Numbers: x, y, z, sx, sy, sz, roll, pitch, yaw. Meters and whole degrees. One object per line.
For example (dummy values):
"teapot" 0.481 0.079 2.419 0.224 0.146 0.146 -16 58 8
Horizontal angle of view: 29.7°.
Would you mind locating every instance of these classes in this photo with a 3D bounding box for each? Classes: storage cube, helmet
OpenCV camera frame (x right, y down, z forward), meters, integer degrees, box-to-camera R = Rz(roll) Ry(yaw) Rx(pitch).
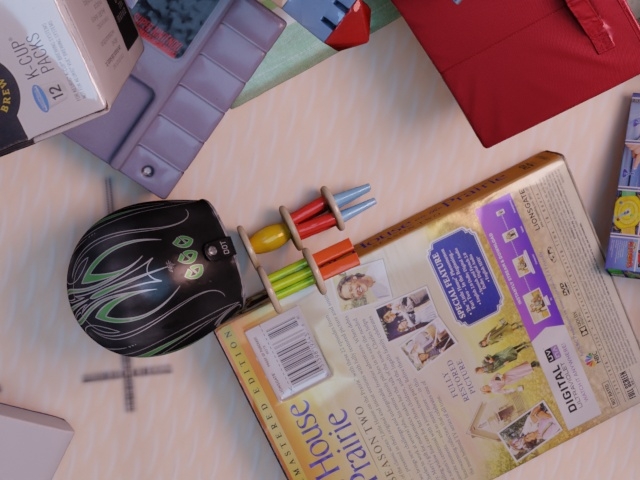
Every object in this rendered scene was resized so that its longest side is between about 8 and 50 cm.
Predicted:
"storage cube" 0.214 -0.236 1.177 0.193 0.215 0.183 -26 108 31
"helmet" -0.171 0.039 1.205 0.161 0.169 0.169 -20 103 -15

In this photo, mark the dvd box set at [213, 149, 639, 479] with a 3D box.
"dvd box set" 0.131 0.128 1.328 0.420 0.062 0.307 -27 104 -5

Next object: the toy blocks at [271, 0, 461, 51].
"toy blocks" 0.055 -0.314 1.039 0.261 0.191 0.381 40 100 11

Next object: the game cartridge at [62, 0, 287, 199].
"game cartridge" -0.236 -0.229 1.178 0.355 0.068 0.230 34 105 -13

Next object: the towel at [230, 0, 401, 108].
"towel" -0.058 -0.334 1.222 0.248 0.038 0.325 -29 106 -3

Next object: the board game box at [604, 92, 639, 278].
"board game box" 0.387 -0.055 1.286 0.136 0.035 0.201 7 79 26

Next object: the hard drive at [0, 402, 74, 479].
"hard drive" -0.412 0.306 1.231 0.210 0.040 0.318 23 96 -39

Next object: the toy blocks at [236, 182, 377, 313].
"toy blocks" 0.000 0.000 1.252 0.148 0.123 0.054 -25 135 -5

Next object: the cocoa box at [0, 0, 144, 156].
"cocoa box" -0.299 -0.192 0.974 0.228 0.347 0.231 -21 106 2
